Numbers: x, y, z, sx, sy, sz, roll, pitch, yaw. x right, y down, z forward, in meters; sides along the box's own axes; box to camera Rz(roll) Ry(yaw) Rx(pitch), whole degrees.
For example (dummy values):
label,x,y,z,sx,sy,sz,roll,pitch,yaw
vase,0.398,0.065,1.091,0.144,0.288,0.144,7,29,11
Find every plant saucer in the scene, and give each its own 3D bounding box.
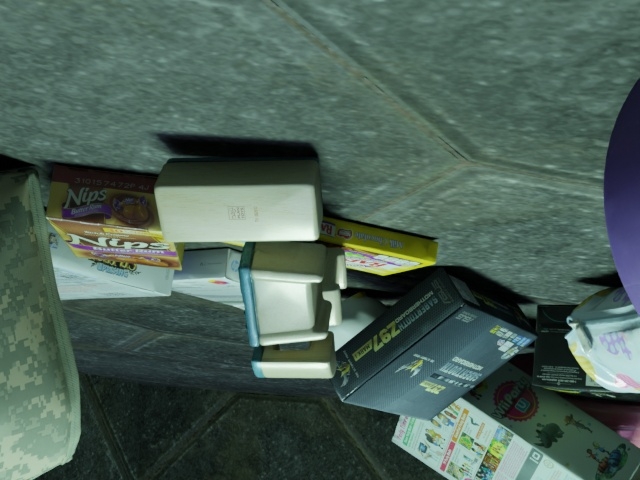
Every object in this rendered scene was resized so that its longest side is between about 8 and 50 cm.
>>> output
label,x,y,z,sx,sy,sz,roll,pitch,yaw
plant saucer,0.404,0.239,1.675,0.332,0.084,0.332,4,-172,-1

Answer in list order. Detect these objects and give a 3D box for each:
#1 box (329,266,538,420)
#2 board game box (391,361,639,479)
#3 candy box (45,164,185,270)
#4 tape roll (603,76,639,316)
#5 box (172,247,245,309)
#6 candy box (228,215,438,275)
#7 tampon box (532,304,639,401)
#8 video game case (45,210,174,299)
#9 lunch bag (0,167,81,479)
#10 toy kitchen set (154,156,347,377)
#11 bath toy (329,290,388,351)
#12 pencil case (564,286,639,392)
label,x,y,z,sx,sy,sz,roll,pitch,yaw
box,0.134,0.129,1.346,0.183,0.059,0.232,-39,149,16
board game box,0.257,0.277,1.551,0.303,0.097,0.224,32,147,16
candy box,-0.183,-0.017,1.055,0.109,0.053,0.187,7,167,-2
tape roll,0.226,-0.019,0.495,0.188,0.189,0.080,9,169,-14
box,-0.100,0.050,1.369,0.145,0.038,0.186,-4,165,40
candy box,0.000,0.000,1.106,0.205,0.027,0.105,12,169,-25
tampon box,0.354,0.146,1.446,0.120,0.102,0.161,-1,167,33
video game case,-0.341,0.016,1.270,0.269,0.061,0.244,-4,166,40
lunch bag,-0.343,0.098,0.964,0.168,0.287,0.235,-4,-172,40
toy kitchen set,-0.049,-0.001,0.962,0.122,0.166,0.207,0,124,7
bath toy,0.081,0.157,1.580,0.151,0.129,0.348,-29,166,1
pencil case,0.345,0.084,1.128,0.124,0.114,0.273,27,166,-6
